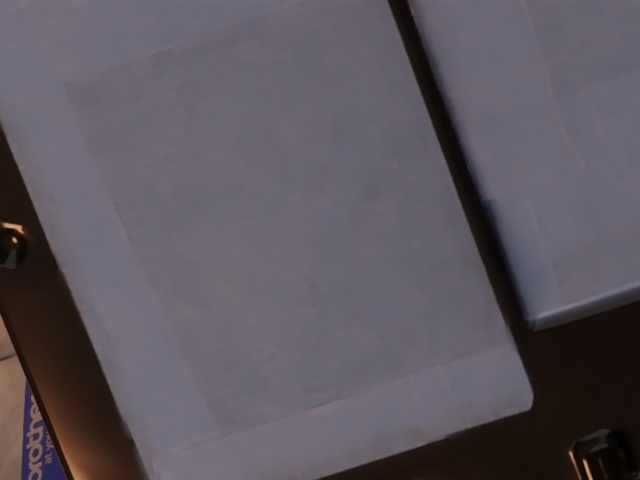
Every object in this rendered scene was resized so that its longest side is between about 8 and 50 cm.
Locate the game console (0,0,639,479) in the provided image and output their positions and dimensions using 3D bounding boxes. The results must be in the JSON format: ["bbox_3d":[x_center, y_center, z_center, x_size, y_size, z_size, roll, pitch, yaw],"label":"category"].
[{"bbox_3d":[0.034,-0.049,0.609,0.342,0.060,0.386,-18,98,19],"label":"game console"}]

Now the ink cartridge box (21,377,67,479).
[{"bbox_3d":[0.000,0.000,0.783,0.311,0.065,0.185,-23,52,27],"label":"ink cartridge box"}]
